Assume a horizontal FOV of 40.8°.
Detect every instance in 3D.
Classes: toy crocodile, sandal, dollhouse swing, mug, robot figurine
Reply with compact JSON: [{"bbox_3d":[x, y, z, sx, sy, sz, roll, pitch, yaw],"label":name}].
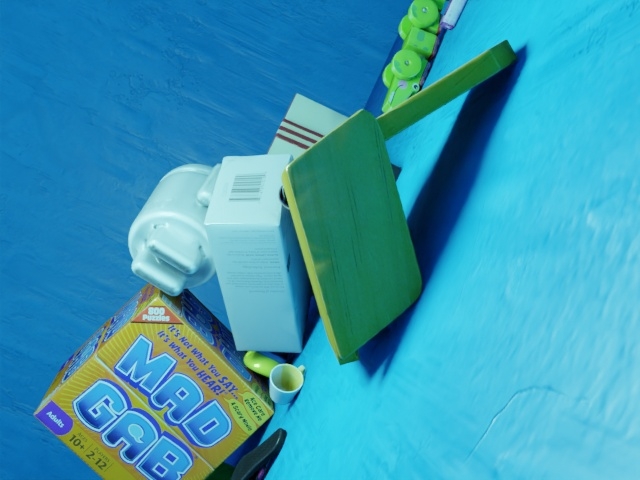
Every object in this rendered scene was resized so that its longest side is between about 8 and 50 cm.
[{"bbox_3d":[0.219,-0.429,1.940,0.115,0.105,0.341,131,159,-75],"label":"toy crocodile"},{"bbox_3d":[-0.110,0.232,2.045,0.138,0.126,0.317,-61,12,1],"label":"sandal"},{"bbox_3d":[0.116,-0.048,1.113,0.347,0.304,0.315,-163,56,-86],"label":"dollhouse swing"},{"bbox_3d":[-0.061,0.272,1.602,0.064,0.078,0.062,107,151,-46],"label":"mug"},{"bbox_3d":[-0.106,0.397,1.525,0.179,0.040,0.067,-45,20,32],"label":"sandal"},{"bbox_3d":[-0.286,-0.036,1.859,0.300,0.199,0.353,-47,15,31],"label":"robot figurine"}]

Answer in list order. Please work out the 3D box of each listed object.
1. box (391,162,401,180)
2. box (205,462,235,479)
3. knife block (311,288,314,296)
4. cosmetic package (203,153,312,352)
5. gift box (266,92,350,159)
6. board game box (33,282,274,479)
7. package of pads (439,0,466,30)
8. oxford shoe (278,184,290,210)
[{"bbox_3d":[0.058,-0.067,1.723,0.216,0.060,0.270,-64,12,3],"label":"box"},{"bbox_3d":[-0.332,0.678,2.080,0.231,0.126,0.262,119,175,-47],"label":"box"},{"bbox_3d":[-0.103,0.012,2.053,0.276,0.242,0.088,100,-169,-64],"label":"knife block"},{"bbox_3d":[-0.118,0.035,1.797,0.385,0.156,0.217,80,-167,-45],"label":"cosmetic package"},{"bbox_3d":[-0.008,-0.194,2.215,0.276,0.258,0.255,133,162,-75],"label":"gift box"},{"bbox_3d":[-0.364,0.334,1.958,0.356,0.356,0.356,-44,11,0],"label":"board game box"},{"bbox_3d":[0.284,-0.492,1.827,0.050,0.032,0.083,-126,61,-87],"label":"package of pads"},{"bbox_3d":[-0.009,-0.098,1.613,0.130,0.132,0.363,-65,13,3],"label":"oxford shoe"}]
